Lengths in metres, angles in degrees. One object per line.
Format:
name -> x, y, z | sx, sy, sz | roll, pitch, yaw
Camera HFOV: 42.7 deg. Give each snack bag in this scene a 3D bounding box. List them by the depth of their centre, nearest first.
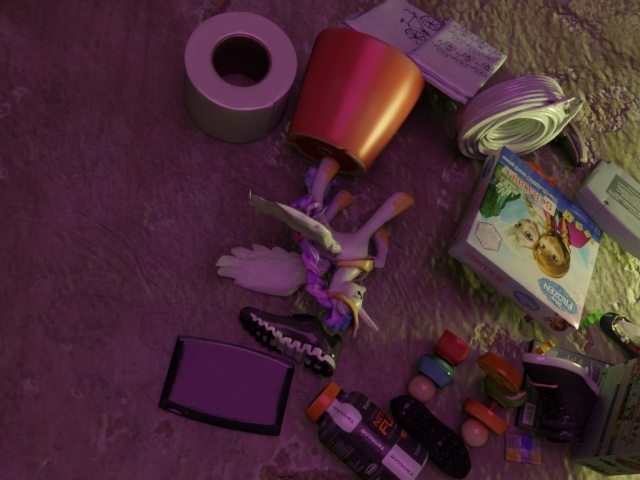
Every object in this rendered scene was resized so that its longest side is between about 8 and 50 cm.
snack bag -> 0.255, -0.470, 1.932 | 0.342, 0.037, 0.323 | 35, 39, 8

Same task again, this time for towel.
towel -> 0.433, 0.446, 1.755 | 0.083, 0.009, 0.060 | 11, 69, -6

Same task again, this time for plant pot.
plant pot -> 0.062, -0.293, 1.817 | 0.275, 0.275, 0.243 | 26, 80, -1

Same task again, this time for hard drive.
hard drive -> -0.187, 0.293, 1.673 | 0.254, 0.054, 0.172 | 15, 70, -5

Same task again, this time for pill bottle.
pill bottle -> 0.085, 0.394, 1.647 | 0.245, 0.130, 0.130 | 41, 70, 4

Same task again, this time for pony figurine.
pony figurine -> 0.000, 0.000, 1.711 | 0.351, 0.303, 0.363 | 26, 52, -3

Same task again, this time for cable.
cable -> 0.434, -0.275, 1.866 | 0.257, 0.257, 0.089 | -6, 67, -11

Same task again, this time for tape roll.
tape roll -> -0.183, -0.361, 1.832 | 0.246, 0.169, 0.246 | 3, 72, -10

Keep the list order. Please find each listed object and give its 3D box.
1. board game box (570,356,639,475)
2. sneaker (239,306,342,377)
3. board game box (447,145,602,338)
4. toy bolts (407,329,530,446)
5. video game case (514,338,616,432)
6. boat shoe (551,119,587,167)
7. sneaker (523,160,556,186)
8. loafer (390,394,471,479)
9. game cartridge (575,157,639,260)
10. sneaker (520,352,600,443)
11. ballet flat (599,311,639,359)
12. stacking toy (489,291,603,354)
board game box -> 0.644, 0.349, 1.642 | 0.097, 0.303, 0.224 | 26, 70, -1
sneaker -> -0.056, 0.191, 1.723 | 0.234, 0.078, 0.106 | 28, 54, 8
board game box -> 0.461, -0.002, 1.799 | 0.318, 0.066, 0.318 | 36, 52, -11
toy bolts -> 0.293, 0.306, 1.691 | 0.228, 0.218, 0.158 | 35, 78, 22
video game case -> 0.576, 0.351, 1.805 | 0.274, 0.026, 0.196 | 18, 70, -5
boat shoe -> 0.573, -0.269, 1.987 | 0.073, 0.080, 0.224 | -14, 69, -9
sneaker -> 0.478, -0.161, 1.937 | 0.175, 0.064, 0.067 | 29, 70, -17
loafer -> 0.228, 0.404, 1.700 | 0.076, 0.078, 0.223 | -45, 101, -16
game cartridge -> 0.736, -0.051, 1.914 | 0.297, 0.062, 0.198 | 42, 49, 5
sneaker -> 0.479, 0.328, 1.664 | 0.295, 0.104, 0.147 | 36, 68, -44
ballet flat -> 0.721, 0.235, 1.845 | 0.203, 0.074, 0.074 | 41, 70, 5
stacking toy -> 0.506, 0.150, 1.839 | 0.221, 0.052, 0.167 | -25, 72, -26
